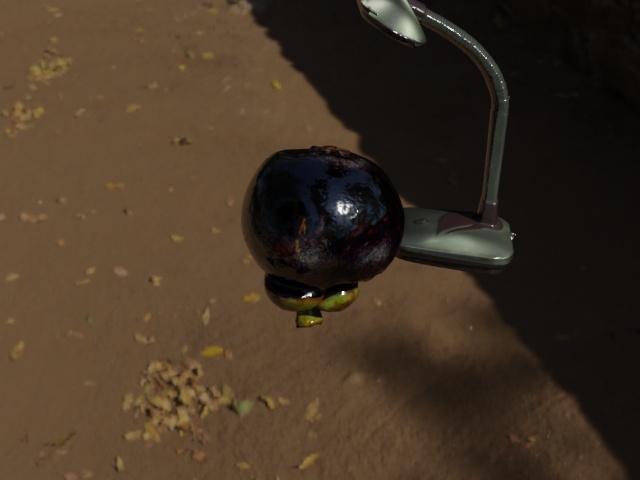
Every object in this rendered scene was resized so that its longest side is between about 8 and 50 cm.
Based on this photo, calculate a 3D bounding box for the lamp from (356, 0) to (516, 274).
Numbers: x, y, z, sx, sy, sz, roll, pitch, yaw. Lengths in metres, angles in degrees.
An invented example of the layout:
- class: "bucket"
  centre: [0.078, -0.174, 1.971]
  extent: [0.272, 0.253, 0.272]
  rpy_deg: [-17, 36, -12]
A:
- class: "lamp"
  centre: [0.102, -0.093, 0.705]
  extent: [0.124, 0.283, 0.203]
  rpy_deg: [-7, 22, 13]

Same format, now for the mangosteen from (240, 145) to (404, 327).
- class: "mangosteen"
  centre: [0.000, 0.000, 0.662]
  extent: [0.137, 0.151, 0.137]
  rpy_deg: [8, 17, -3]
